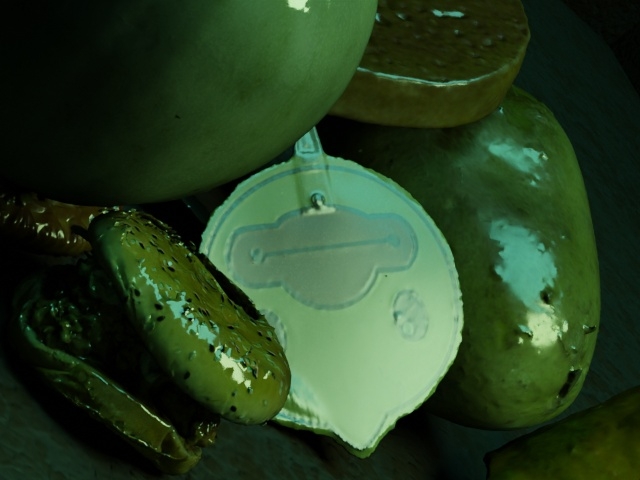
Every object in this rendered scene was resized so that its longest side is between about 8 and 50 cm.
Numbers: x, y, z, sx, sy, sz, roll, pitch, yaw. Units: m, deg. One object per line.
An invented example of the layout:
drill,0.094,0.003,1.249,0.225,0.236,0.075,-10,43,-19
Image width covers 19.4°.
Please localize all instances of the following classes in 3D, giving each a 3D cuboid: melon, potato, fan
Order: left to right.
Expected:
melon,-0.104,-0.155,1.175,0.272,0.308,0.272,-16,90,-70
fan,0.001,0.000,1.412,0.229,0.011,0.335,-8,82,-29
potato,0.105,0.003,1.603,0.269,0.219,0.359,1,44,-10

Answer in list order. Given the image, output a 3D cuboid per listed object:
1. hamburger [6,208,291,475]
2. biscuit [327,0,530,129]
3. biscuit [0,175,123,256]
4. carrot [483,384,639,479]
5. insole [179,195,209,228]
hamburger,-0.107,0.053,1.188,0.177,0.113,0.185,14,40,-59
biscuit,-0.016,-0.217,1.592,0.394,0.070,0.350,18,37,-3
biscuit,-0.248,-0.114,1.308,0.305,0.038,0.305,43,19,-19
carrot,0.278,0.244,1.555,0.241,0.340,0.241,63,-9,18
insole,-0.152,-0.088,1.461,0.328,0.007,0.111,50,5,-22
